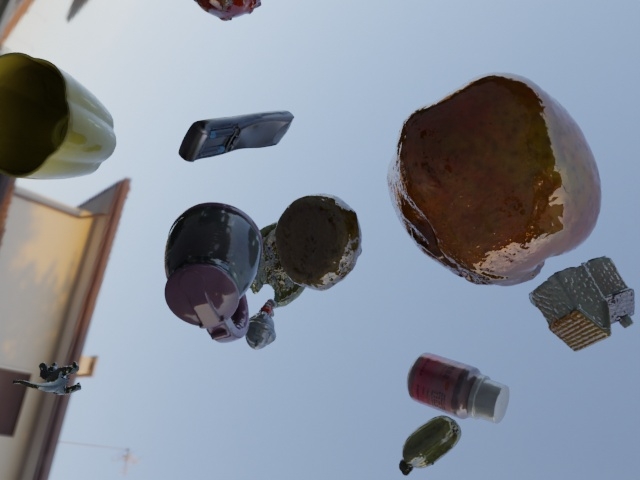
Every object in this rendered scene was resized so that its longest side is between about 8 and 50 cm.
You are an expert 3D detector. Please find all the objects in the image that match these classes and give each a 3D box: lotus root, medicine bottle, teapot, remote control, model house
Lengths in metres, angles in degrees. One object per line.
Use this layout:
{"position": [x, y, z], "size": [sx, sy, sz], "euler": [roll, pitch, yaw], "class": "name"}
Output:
{"position": [0.253, 0.488, 1.328], "size": [0.183, 0.090, 0.077], "euler": [-47, -161, 16], "class": "lotus root"}
{"position": [0.361, 0.392, 1.465], "size": [0.247, 0.147, 0.147], "euler": [11, -102, 38], "class": "medicine bottle"}
{"position": [-0.131, 0.045, 0.645], "size": [0.146, 0.116, 0.148], "euler": [-93, -165, -62], "class": "teapot"}
{"position": [-0.103, -0.141, 0.733], "size": [0.028, 0.212, 0.059], "euler": [41, -59, 14], "class": "remote control"}
{"position": [0.360, 0.089, 0.751], "size": [0.087, 0.101, 0.100], "euler": [105, -36, -61], "class": "model house"}

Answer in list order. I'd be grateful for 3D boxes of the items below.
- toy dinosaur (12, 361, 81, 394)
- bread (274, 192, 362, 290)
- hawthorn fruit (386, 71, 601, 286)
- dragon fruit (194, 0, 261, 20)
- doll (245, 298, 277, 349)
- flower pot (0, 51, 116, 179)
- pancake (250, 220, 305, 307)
{"position": [-0.755, 0.389, 1.511], "size": [0.187, 0.179, 0.086], "euler": [-7, -88, 48], "class": "toy dinosaur"}
{"position": [0.000, 0.000, 1.301], "size": [0.230, 0.123, 0.229], "euler": [2, -87, 37], "class": "bread"}
{"position": [0.369, -0.115, 1.239], "size": [0.472, 0.472, 0.471], "euler": [-24, -126, 38], "class": "hawthorn fruit"}
{"position": [-0.209, -0.508, 1.082], "size": [0.125, 0.246, 0.125], "euler": [-29, -94, 24], "class": "dragon fruit"}
{"position": [-0.136, 0.198, 1.300], "size": [0.180, 0.079, 0.093], "euler": [-73, -178, -67], "class": "doll"}
{"position": [-0.444, -0.189, 0.923], "size": [0.195, 0.179, 0.195], "euler": [0, -91, 12], "class": "flower pot"}
{"position": [-0.109, 0.063, 1.577], "size": [0.037, 0.254, 0.253], "euler": [10, -102, 47], "class": "pancake"}
